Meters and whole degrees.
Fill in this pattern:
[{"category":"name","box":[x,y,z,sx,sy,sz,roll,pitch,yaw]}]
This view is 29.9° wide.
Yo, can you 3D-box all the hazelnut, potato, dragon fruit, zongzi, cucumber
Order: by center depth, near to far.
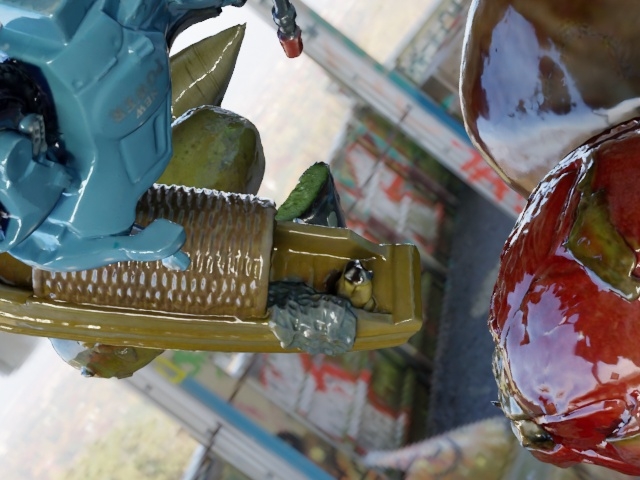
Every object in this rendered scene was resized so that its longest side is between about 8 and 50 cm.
[{"category":"dragon fruit","box":[0.269,0.034,0.843,0.342,0.277,0.277,-19,15,10]},{"category":"potato","box":[-0.151,0.006,1.143,0.298,0.141,0.176,-50,18,16]},{"category":"hazelnut","box":[0.330,-0.151,1.203,0.359,0.409,0.359,-46,-13,-14]},{"category":"zongzi","box":[-0.198,-0.167,1.526,0.317,0.154,0.289,-47,20,8]},{"category":"cucumber","box":[0.000,0.000,1.648,0.115,0.193,0.086,-27,21,-33]}]

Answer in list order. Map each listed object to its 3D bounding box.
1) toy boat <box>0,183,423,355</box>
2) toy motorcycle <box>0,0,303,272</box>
[{"category":"toy boat","box":[-0.090,0.014,0.725,0.115,0.310,0.089,97,179,-56]},{"category":"toy motorcycle","box":[-0.096,-0.093,0.606,0.272,0.123,0.182,-63,-22,-23]}]
